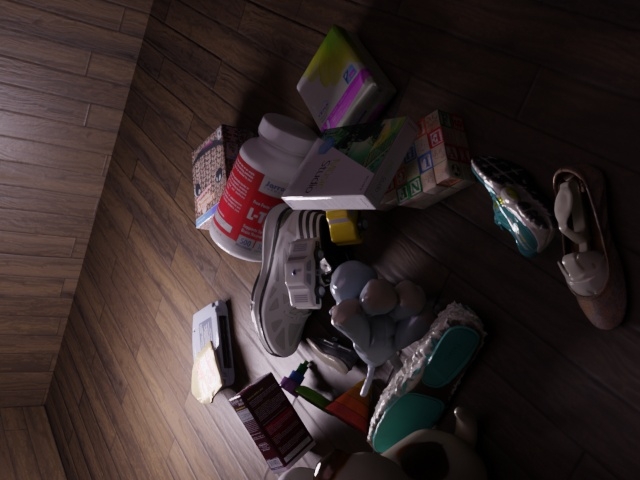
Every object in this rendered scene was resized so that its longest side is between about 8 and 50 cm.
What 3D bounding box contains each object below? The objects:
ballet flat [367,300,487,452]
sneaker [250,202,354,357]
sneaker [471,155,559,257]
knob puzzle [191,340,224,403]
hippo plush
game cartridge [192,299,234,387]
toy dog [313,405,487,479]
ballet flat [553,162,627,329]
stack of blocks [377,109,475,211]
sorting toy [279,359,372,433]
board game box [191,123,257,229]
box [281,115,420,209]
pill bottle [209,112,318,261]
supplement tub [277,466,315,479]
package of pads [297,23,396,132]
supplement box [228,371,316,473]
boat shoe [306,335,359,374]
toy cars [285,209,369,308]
[{"bbox_3d":[0.238,0.306,1.529,0.409,0.147,0.147,-59,43,24],"label":"ballet flat"},{"bbox_3d":[-0.047,0.132,1.879,0.257,0.169,0.448,12,103,44],"label":"sneaker"},{"bbox_3d":[0.382,-0.079,1.401,0.275,0.107,0.110,-113,27,-42],"label":"sneaker"},{"bbox_3d":[-0.383,0.462,2.297,0.213,0.030,0.213,-11,76,51],"label":"knob puzzle"},{"bbox_3d":[0.139,0.163,1.643,0.236,0.234,0.294,-111,0,-57],"label":"hippo plush"},{"bbox_3d":[-0.380,0.379,2.375,0.198,0.062,0.297,-35,57,50],"label":"game cartridge"},{"bbox_3d":[0.160,0.519,1.317,0.284,0.408,0.395,43,108,37],"label":"toy dog"},{"bbox_3d":[0.479,0.007,1.249,0.107,0.106,0.316,-25,65,49],"label":"ballet flat"},{"bbox_3d":[0.219,-0.166,1.638,0.297,0.087,0.171,-28,63,48],"label":"stack of blocks"},{"bbox_3d":[0.024,0.393,1.822,0.365,0.127,0.126,9,62,56],"label":"sorting toy"},{"bbox_3d":[-0.319,-0.206,2.317,0.232,0.141,0.291,-31,60,47],"label":"board game box"},{"bbox_3d":[0.065,-0.181,1.638,0.322,0.058,0.232,3,58,51],"label":"box"},{"bbox_3d":[-0.162,-0.158,2.026,0.229,0.229,0.408,50,124,44],"label":"pill bottle"},{"bbox_3d":[-0.069,0.753,1.781,0.191,0.191,0.272,49,122,45],"label":"supplement tub"},{"bbox_3d":[0.062,-0.416,1.881,0.229,0.101,0.297,-53,45,32],"label":"package of pads"},{"bbox_3d":[-0.132,0.502,1.877,0.073,0.130,0.239,-32,89,46],"label":"supplement box"},{"bbox_3d":[0.033,0.300,1.850,0.065,0.075,0.206,-39,28,-17],"label":"boat shoe"},{"bbox_3d":[0.000,0.000,1.718,0.176,0.087,0.394,44,112,33],"label":"toy cars"}]
